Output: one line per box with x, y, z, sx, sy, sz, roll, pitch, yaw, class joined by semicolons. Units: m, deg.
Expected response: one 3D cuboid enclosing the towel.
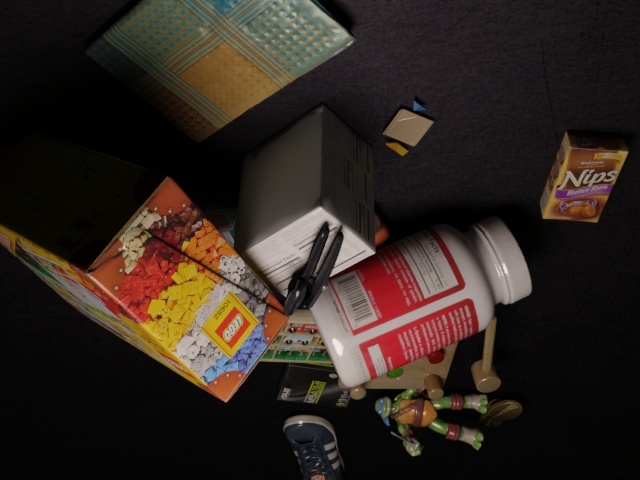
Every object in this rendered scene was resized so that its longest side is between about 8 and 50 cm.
-0.167;-0.326;1.393;0.370;0.040;0.271;-28;129;31;towel

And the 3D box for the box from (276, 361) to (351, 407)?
-0.004;0.350;2.114;0.184;0.045;0.190;8;143;-10;box

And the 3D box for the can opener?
-0.006;0.051;1.397;0.059;0.073;0.186;23;126;-11;can opener

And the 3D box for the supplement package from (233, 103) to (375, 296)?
-0.027;-0.069;1.502;0.204;0.261;0.145;-30;129;30;supplement package

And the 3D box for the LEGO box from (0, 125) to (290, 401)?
-0.352;0.027;1.480;0.500;0.193;0.372;19;155;44;LEGO box

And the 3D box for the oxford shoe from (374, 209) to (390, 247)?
0.000;0.000;1.720;0.271;0.097;0.098;-25;114;18;oxford shoe

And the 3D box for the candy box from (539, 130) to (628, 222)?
0.488;-0.117;1.592;0.109;0.053;0.186;4;136;-1;candy box

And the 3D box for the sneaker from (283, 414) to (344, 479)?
-0.008;0.609;2.331;0.131;0.148;0.350;-12;136;15;sneaker

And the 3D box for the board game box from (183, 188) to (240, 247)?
-0.232;-0.032;1.700;0.194;0.060;0.194;-10;136;13;board game box

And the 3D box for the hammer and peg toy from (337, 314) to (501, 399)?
0.232;0.231;1.899;0.362;0.127;0.265;1;127;-10;hammer and peg toy

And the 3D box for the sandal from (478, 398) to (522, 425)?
0.461;0.439;2.210;0.072;0.049;0.180;16;151;-7;sandal

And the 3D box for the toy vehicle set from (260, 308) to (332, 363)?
-0.053;0.221;1.956;0.267;0.035;0.166;5;139;-18;toy vehicle set

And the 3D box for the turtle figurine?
0.278;0.424;2.083;0.266;0.197;0.274;9;141;-6;turtle figurine

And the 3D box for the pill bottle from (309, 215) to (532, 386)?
0.188;0.107;1.663;0.408;0.229;0.229;-23;136;-3;pill bottle

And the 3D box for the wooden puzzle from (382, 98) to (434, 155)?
0.157;-0.204;1.535;0.079;0.014;0.116;21;134;-26;wooden puzzle
